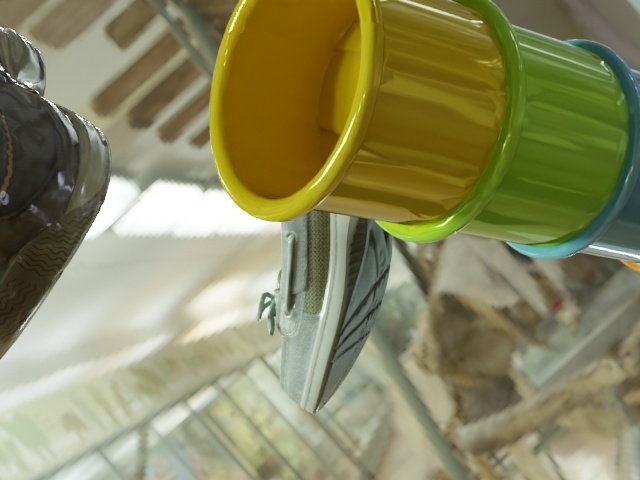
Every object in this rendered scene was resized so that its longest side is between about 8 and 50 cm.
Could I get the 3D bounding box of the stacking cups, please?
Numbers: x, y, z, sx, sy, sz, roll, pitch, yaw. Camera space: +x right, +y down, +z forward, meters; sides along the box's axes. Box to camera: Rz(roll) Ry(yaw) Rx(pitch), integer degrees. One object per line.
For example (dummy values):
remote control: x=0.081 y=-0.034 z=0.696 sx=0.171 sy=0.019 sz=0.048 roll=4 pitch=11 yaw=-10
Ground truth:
stacking cups: x=0.116 y=-0.036 z=0.562 sx=0.316 sy=0.096 sz=0.096 roll=7 pitch=-37 yaw=-34

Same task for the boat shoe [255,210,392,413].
boat shoe: x=-0.001 y=0.000 z=1.282 sx=0.118 sy=0.103 sz=0.320 roll=-42 pitch=-37 yaw=-56

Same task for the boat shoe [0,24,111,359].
boat shoe: x=-0.207 y=-0.048 z=0.740 sx=0.132 sy=0.130 sz=0.355 roll=-57 pitch=28 yaw=6
